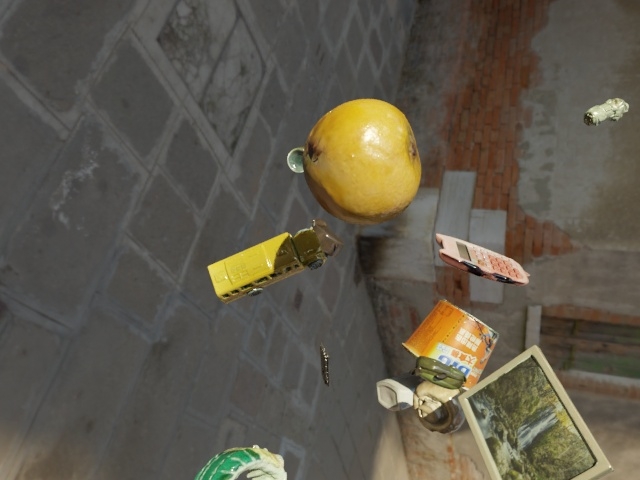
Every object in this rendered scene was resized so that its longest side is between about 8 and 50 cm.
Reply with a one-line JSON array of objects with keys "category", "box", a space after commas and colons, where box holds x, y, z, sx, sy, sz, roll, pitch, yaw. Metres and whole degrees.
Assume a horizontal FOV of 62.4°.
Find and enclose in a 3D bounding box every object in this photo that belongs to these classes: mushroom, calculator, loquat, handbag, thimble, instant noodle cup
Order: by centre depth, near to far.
[{"category": "handbag", "box": [0.237, 0.262, 1.038, 0.072, 0.111, 0.047, 118, -7, -74]}, {"category": "loquat", "box": [0.095, -0.163, 1.113, 0.263, 0.262, 0.263, 4, 90, -68]}, {"category": "mushroom", "box": [0.348, 0.494, 1.565, 0.127, 0.166, 0.166, -26, 120, -43]}, {"category": "thimble", "box": [-0.235, 0.748, 1.573, 0.288, 0.167, 0.254, -37, 101, -42]}, {"category": "calculator", "box": [0.545, 0.072, 1.780, 0.220, 0.329, 0.048, -69, 177, -68]}, {"category": "instant noodle cup", "box": [0.449, 0.345, 1.784, 0.214, 0.296, 0.296, -57, 155, 0]}]

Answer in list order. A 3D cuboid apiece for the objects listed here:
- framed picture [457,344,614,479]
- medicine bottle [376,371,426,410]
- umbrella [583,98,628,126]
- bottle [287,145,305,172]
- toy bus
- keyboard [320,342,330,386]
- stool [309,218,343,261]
[{"category": "framed picture", "box": [0.446, 0.410, 1.154, 0.020, 0.240, 0.324, 38, 23, -27]}, {"category": "medicine bottle", "box": [0.361, 0.539, 1.959, 0.296, 0.161, 0.111, -9, 93, -33]}, {"category": "umbrella", "box": [0.817, -0.364, 1.501, 0.062, 0.143, 0.067, -158, -128, -70]}, {"category": "bottle", "box": [-0.040, -0.286, 1.819, 0.286, 0.082, 0.082, -46, 136, -73]}, {"category": "toy bus", "box": [-0.158, 0.068, 1.561, 0.123, 0.335, 0.121, 63, 4, -68]}, {"category": "keyboard", "box": [0.014, 0.413, 1.738, 0.196, 0.018, 0.060, 88, -22, -45]}, {"category": "stool", "box": [0.000, 0.000, 1.896, 0.125, 0.217, 0.121, 29, 103, -33]}]
